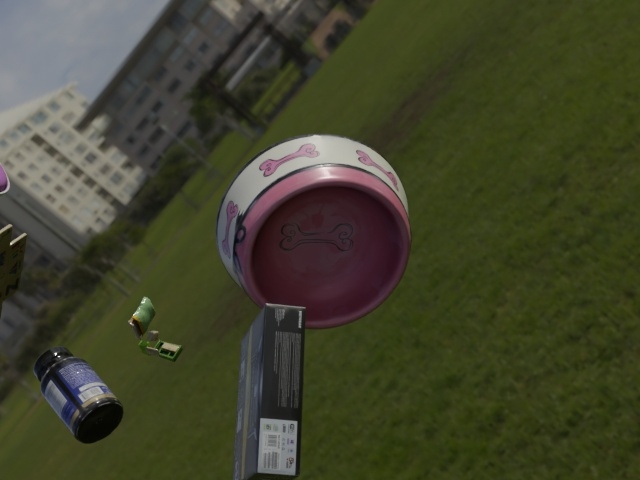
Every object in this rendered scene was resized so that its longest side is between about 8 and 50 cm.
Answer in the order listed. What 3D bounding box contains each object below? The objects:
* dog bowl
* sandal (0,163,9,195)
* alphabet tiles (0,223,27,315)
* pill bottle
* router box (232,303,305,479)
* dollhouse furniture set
[{"bbox_3d":[0.000,0.000,2.055,0.408,0.408,0.150,-48,28,14],"label":"dog bowl"},{"bbox_3d":[-0.773,-0.269,2.100,0.102,0.416,0.169,-31,12,23],"label":"sandal"},{"bbox_3d":[-0.751,0.124,2.177,0.342,0.011,0.285,-46,-19,-51],"label":"alphabet tiles"},{"bbox_3d":[-0.543,0.337,2.264,0.123,0.219,0.123,-30,-38,-26],"label":"pill bottle"},{"bbox_3d":[-0.098,0.300,1.894,0.243,0.081,0.309,127,148,-64],"label":"router box"},{"bbox_3d":[-0.352,0.200,2.192,0.076,0.058,0.151,-59,-31,-35],"label":"dollhouse furniture set"}]
